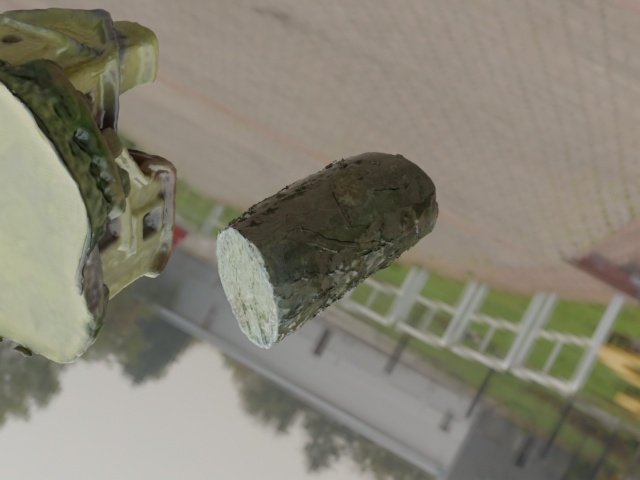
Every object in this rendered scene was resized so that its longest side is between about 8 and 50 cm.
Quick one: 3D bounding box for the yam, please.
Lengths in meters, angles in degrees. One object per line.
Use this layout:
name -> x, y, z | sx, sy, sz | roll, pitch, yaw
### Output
yam -> 0.000, 0.000, 1.154 | 0.107, 0.183, 0.107 | 33, 139, 34

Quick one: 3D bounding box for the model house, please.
model house -> -0.246, -0.076, 1.502 | 0.261, 0.321, 0.266 | 21, -144, 25
